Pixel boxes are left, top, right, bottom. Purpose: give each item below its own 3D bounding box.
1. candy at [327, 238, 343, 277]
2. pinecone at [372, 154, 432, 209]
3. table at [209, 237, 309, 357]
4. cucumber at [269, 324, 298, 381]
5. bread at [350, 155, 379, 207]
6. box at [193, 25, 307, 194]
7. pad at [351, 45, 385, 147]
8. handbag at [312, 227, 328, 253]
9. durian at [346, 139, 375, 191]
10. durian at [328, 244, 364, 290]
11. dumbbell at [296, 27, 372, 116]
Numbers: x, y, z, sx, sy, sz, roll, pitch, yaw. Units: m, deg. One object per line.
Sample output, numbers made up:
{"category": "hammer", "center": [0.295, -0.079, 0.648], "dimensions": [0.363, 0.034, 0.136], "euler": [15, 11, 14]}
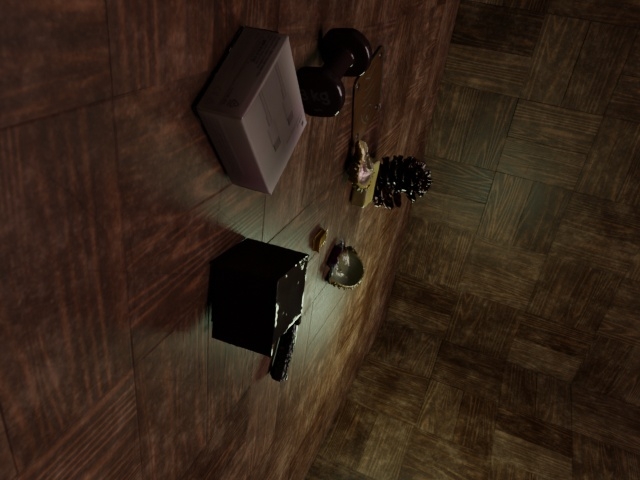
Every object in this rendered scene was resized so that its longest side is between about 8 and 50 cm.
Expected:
{"category": "candy", "center": [0.059, 0.066, 2.070], "dimensions": [0.045, 0.044, 0.174], "euler": [79, 29, -56]}
{"category": "pinecone", "center": [0.336, -0.248, 2.217], "dimensions": [0.246, 0.292, 0.246], "euler": [4, 85, -51]}
{"category": "table", "center": [-0.146, 0.125, 1.205], "dimensions": [0.169, 0.173, 0.192], "euler": [-41, 141, -60]}
{"category": "cucumber", "center": [-0.113, 0.348, 1.752], "dimensions": [0.067, 0.067, 0.245], "euler": [-8, 114, -73]}
{"category": "bread", "center": [0.180, -0.238, 2.105], "dimensions": [0.125, 0.068, 0.188], "euler": [-40, 144, -62]}
{"category": "box", "center": [-0.124, -0.245, 1.018], "dimensions": [0.251, 0.106, 0.203], "euler": [78, 32, -62]}
{"category": "pad", "center": [0.170, -0.513, 1.875], "dimensions": [0.283, 0.018, 0.286], "euler": [90, 25, -49]}
{"category": "handbag", "center": [0.000, 0.000, 1.825], "dimensions": [0.083, 0.027, 0.061], "euler": [-52, 154, -53]}
{"category": "durian", "center": [0.135, -0.280, 1.909], "dimensions": [0.140, 0.079, 0.224], "euler": [-46, 141, -33]}
{"category": "durian", "center": [0.106, 0.125, 2.193], "dimensions": [0.252, 0.145, 0.139], "euler": [-55, 135, -33]}
{"category": "dumbbell", "center": [0.029, -0.413, 1.280], "dimensions": [0.124, 0.141, 0.225], "euler": [74, 35, -46]}
